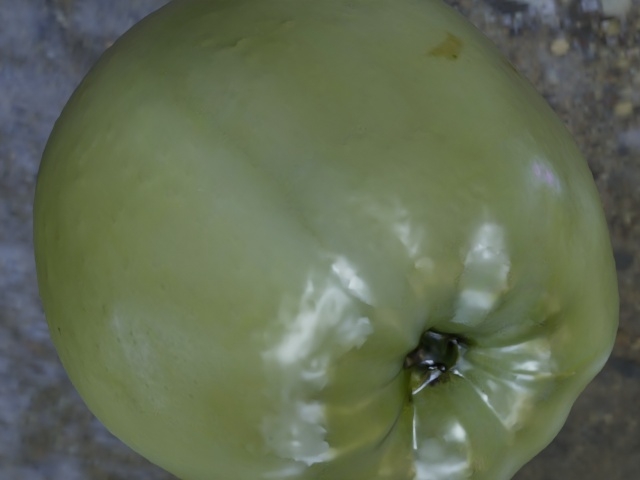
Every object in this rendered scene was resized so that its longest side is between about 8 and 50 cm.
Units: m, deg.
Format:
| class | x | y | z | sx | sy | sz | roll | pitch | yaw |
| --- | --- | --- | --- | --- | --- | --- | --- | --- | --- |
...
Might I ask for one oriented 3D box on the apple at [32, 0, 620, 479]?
| class | x | y | z | sx | sy | sz | roll | pitch | yaw |
| --- | --- | --- | --- | --- | --- | --- | --- | --- | --- |
| apple | 0.000 | 0.000 | 0.497 | 0.200 | 0.200 | 0.200 | 1 | 135 | 1 |
